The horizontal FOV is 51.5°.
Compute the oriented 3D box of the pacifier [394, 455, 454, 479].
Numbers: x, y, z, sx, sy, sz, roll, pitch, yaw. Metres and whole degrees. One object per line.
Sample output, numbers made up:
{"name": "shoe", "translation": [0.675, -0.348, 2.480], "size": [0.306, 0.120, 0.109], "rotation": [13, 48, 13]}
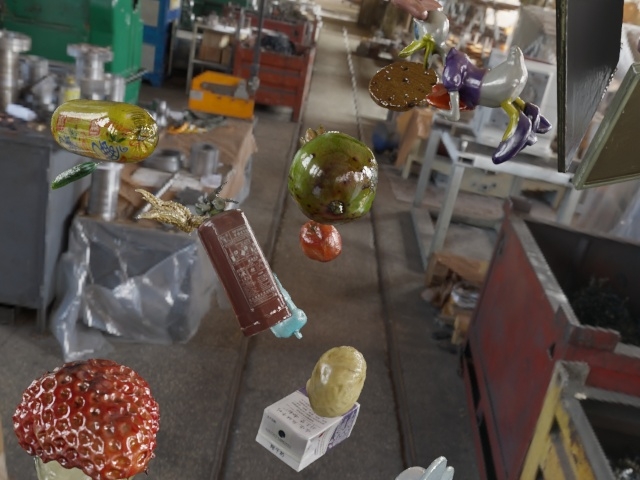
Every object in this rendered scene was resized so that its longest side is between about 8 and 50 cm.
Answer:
{"name": "pacifier", "translation": [0.268, 0.624, 1.478], "size": [0.233, 0.244, 0.299], "rotation": [20, -18, 29]}

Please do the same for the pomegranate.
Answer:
{"name": "pomegranate", "translation": [0.017, -0.117, 1.131], "size": [0.159, 0.159, 0.205], "rotation": [1, 45, -23]}

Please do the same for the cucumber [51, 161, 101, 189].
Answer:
{"name": "cucumber", "translation": [-0.692, -0.187, 1.867], "size": [0.167, 0.039, 0.039], "rotation": [-25, 22, 8]}

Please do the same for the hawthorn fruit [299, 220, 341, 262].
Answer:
{"name": "hawthorn fruit", "translation": [0.000, 0.000, 1.833], "size": [0.128, 0.128, 0.128], "rotation": [10, 22, -4]}

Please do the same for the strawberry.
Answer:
{"name": "strawberry", "translation": [-0.419, 0.303, 1.188], "size": [0.253, 0.150, 0.280], "rotation": [0, 12, -12]}

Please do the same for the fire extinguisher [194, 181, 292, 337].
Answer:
{"name": "fire extinguisher", "translation": [-0.144, 0.029, 1.173], "size": [0.104, 0.269, 0.105], "rotation": [-26, -2, -1]}

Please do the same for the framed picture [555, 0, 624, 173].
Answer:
{"name": "framed picture", "translation": [0.346, -0.288, 0.836], "size": [0.014, 0.339, 0.255], "rotation": [17, 59, 31]}

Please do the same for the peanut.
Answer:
{"name": "peanut", "translation": [0.035, 0.286, 1.349], "size": [0.109, 0.159, 0.141], "rotation": [20, 51, -6]}

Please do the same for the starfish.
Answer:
{"name": "starfish", "translation": [-0.433, -0.067, 2.019], "size": [0.293, 0.084, 0.301], "rotation": [22, 6, -20]}

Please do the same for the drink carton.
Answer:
{"name": "drink carton", "translation": [-0.027, 0.426, 1.555], "size": [0.134, 0.102, 0.222], "rotation": [30, 24, 28]}

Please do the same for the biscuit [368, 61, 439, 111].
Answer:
{"name": "biscuit", "translation": [0.245, -0.457, 1.965], "size": [0.212, 0.036, 0.212], "rotation": [-8, 51, 10]}

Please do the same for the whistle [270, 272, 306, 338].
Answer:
{"name": "whistle", "translation": [-0.135, 0.142, 1.685], "size": [0.274, 0.093, 0.186], "rotation": [49, 7, 14]}

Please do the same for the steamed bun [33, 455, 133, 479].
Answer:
{"name": "steamed bun", "translation": [-0.552, 0.528, 1.629], "size": [0.237, 0.394, 0.347], "rotation": [-4, 31, -12]}

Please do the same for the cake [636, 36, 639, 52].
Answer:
{"name": "cake", "translation": [0.746, -0.420, 1.171], "size": [0.237, 0.230, 0.309], "rotation": [32, 2, 10]}

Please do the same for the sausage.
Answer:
{"name": "sausage", "translation": [-0.447, -0.226, 1.363], "size": [0.123, 0.123, 0.347], "rotation": [-12, 19, -44]}

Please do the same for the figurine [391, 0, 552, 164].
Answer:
{"name": "figurine", "translation": [0.301, -0.347, 1.361], "size": [0.421, 0.193, 0.154], "rotation": [39, 37, 3]}

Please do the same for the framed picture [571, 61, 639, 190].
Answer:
{"name": "framed picture", "translation": [0.366, -0.125, 0.703], "size": [0.150, 0.203, 0.015], "rotation": [-10, 61, -1]}
